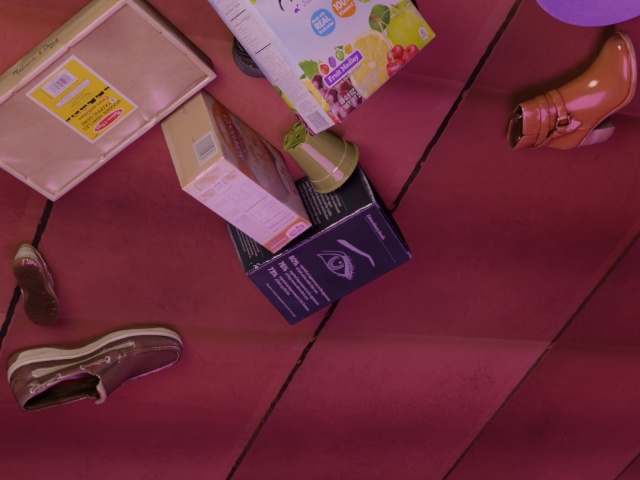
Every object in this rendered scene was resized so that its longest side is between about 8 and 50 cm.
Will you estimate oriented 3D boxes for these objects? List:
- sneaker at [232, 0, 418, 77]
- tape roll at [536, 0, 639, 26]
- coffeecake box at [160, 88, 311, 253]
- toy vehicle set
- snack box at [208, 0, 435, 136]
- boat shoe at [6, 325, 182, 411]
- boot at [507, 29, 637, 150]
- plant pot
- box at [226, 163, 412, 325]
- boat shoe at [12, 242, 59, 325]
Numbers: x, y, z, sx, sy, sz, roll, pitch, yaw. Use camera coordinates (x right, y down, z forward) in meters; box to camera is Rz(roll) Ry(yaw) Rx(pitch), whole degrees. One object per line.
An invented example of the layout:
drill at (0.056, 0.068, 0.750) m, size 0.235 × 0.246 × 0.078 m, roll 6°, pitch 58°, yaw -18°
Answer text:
sneaker at (0.012, -0.254, 1.298) m, size 0.227 × 0.087 × 0.130 m, roll -11°, pitch 170°, yaw -9°
tape roll at (0.352, -0.392, 1.335) m, size 0.275 × 0.090 × 0.275 m, roll -13°, pitch 138°, yaw -12°
coffeecake box at (-0.106, -0.088, 1.405) m, size 0.068 × 0.142 × 0.185 m, roll -36°, pitch 139°, yaw 15°
toy vehicle set at (-0.276, -0.169, 1.319) m, size 0.267 × 0.035 × 0.166 m, roll -35°, pitch 139°, yaw 13°
snack box at (-0.002, -0.246, 1.199) m, size 0.174 × 0.207 × 0.070 m, roll -45°, pitch -168°, yaw -29°
boat shoe at (-0.323, 0.200, 1.651) m, size 0.257 × 0.095 × 0.095 m, roll -12°, pitch 138°, yaw -14°
boot at (0.346, -0.199, 1.558) m, size 0.152 × 0.073 × 0.197 m, roll -7°, pitch 135°, yaw -13°
plant pot at (-0.006, -0.118, 1.481) m, size 0.083 × 0.083 × 0.079 m, roll -40°, pitch 124°, yaw 19°
box at (0.000, 0.000, 1.578) m, size 0.207 × 0.108 × 0.153 m, roll -29°, pitch 139°, yaw 6°
boat shoe at (-0.379, 0.059, 1.510) m, size 0.050 × 0.045 × 0.135 m, roll -6°, pitch 135°, yaw -5°
